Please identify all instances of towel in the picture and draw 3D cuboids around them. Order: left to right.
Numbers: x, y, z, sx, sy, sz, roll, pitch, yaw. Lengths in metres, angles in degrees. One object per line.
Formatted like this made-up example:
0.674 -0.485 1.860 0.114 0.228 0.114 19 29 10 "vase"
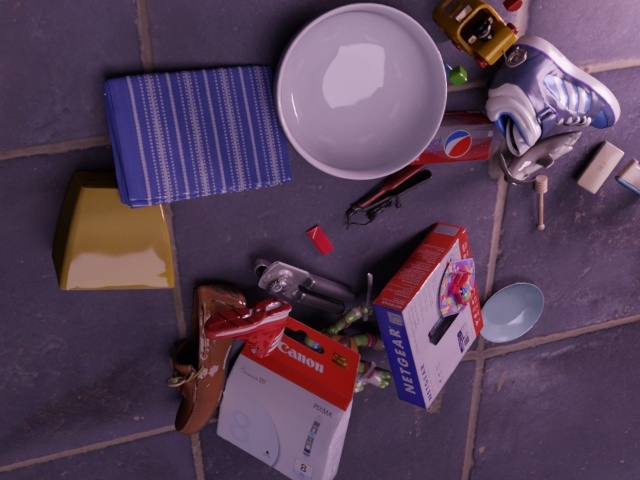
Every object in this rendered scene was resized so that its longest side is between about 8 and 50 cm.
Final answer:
-0.228 -0.200 1.590 0.336 0.040 0.243 -10 90 -25 "towel"

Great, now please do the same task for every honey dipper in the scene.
0.541 -0.089 2.073 0.030 0.030 0.161 -19 131 -9 "honey dipper"

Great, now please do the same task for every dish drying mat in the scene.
0.000 0.000 1.924 0.032 0.008 0.083 -34 128 1 "dish drying mat"

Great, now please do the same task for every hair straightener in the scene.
0.156 -0.089 1.903 0.230 0.047 0.089 -37 127 5 "hair straightener"

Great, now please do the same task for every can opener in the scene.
-0.041 0.095 1.940 0.283 0.095 0.076 22 112 -46 "can opener"

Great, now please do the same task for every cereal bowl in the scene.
0.065 -0.292 1.646 0.339 0.141 0.339 -4 105 -15 "cereal bowl"

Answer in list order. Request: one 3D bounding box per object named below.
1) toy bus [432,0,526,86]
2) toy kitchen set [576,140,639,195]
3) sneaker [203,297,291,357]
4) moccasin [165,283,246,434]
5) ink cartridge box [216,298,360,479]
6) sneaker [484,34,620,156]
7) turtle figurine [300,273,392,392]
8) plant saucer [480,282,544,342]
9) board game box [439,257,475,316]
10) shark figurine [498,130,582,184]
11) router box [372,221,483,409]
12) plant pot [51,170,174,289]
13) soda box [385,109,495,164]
0.303 -0.422 1.657 0.202 0.191 0.104 -12 143 44 "toy bus"
0.754 -0.150 2.097 0.207 0.166 0.122 34 108 3 "toy kitchen set"
-0.157 0.212 1.828 0.221 0.087 0.128 -12 119 -37 "sneaker"
-0.280 0.274 1.911 0.147 0.139 0.380 7 119 -25 "moccasin"
-0.082 0.365 1.955 0.091 0.308 0.385 -35 142 -49 "ink cartridge box"
0.489 -0.263 1.821 0.323 0.130 0.236 32 79 -26 "sneaker"
0.108 0.256 1.980 0.274 0.198 0.266 -37 146 20 "turtle figurine"
0.496 0.183 2.227 0.195 0.037 0.195 -11 124 -16 "plant saucer"
0.335 0.113 1.976 0.168 0.033 0.133 -6 106 -53 "board game box"
0.452 -0.190 1.910 0.278 0.116 0.166 -31 179 -39 "shark figurine"
0.266 0.180 2.007 0.301 0.082 0.335 -48 137 -33 "router box"
-0.400 -0.028 1.630 0.212 0.212 0.187 0 108 -22 "plant pot"
0.239 -0.222 1.825 0.263 0.083 0.092 -5 123 -18 "soda box"
